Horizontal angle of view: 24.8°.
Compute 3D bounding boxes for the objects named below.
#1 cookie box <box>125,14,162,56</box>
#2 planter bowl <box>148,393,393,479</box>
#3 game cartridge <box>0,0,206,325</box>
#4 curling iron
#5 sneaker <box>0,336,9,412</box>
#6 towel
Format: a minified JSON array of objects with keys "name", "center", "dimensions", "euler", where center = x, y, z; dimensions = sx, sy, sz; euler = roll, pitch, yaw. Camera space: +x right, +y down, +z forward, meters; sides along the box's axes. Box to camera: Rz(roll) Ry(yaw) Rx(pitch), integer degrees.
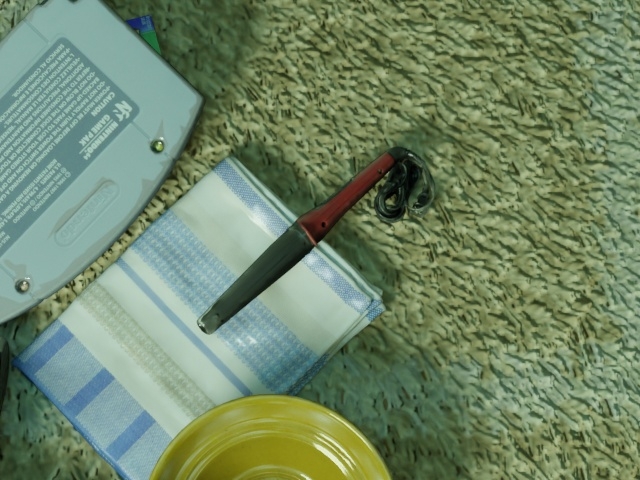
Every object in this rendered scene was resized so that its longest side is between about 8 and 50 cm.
[{"name":"cookie box","center":[-0.198,-0.153,1.364],"dimensions":[0.107,0.040,0.092],"euler":[-15,79,-4]},{"name":"planter bowl","center":[-0.041,0.245,1.245],"dimensions":[0.217,0.090,0.217],"euler":[0,76,0]},{"name":"game cartridge","center":[-0.253,-0.069,1.306],"dimensions":[0.196,0.060,0.294],"euler":[44,89,2]},{"name":"curling iron","center":[0.000,0.000,1.298],"dimensions":[0.274,0.035,0.068],"euler":[-34,77,-26]},{"name":"sneaker","center":[-0.363,0.175,1.232],"dimensions":[0.163,0.086,0.226],"euler":[6,48,-5]},{"name":"towel","center":[-0.109,0.081,1.314],"dimensions":[0.285,0.034,0.209],"euler":[-44,80,-10]}]
